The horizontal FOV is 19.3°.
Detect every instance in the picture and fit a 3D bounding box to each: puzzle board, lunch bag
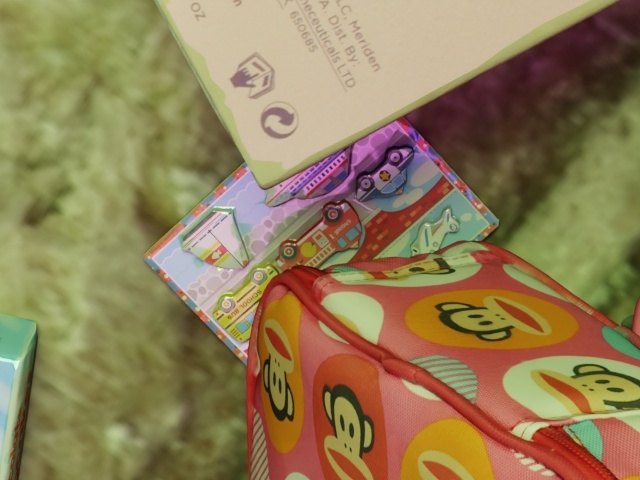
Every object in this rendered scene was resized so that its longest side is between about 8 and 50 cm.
[{"bbox_3d":[0.000,0.000,0.827,0.128,0.011,0.096,-42,102,9],"label":"puzzle board"},{"bbox_3d":[0.069,0.155,0.726,0.120,0.293,0.258,-7,109,-23],"label":"lunch bag"}]

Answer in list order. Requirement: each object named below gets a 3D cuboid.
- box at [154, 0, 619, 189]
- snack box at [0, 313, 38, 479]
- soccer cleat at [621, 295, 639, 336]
[{"bbox_3d":[0.088,-0.151,0.715,0.311,0.148,0.121,-27,98,8],"label":"box"},{"bbox_3d":[-0.297,0.104,0.829,0.321,0.060,0.187,9,105,-3],"label":"snack box"},{"bbox_3d":[0.202,0.166,0.815,0.143,0.116,0.331,-1,114,17],"label":"soccer cleat"}]
